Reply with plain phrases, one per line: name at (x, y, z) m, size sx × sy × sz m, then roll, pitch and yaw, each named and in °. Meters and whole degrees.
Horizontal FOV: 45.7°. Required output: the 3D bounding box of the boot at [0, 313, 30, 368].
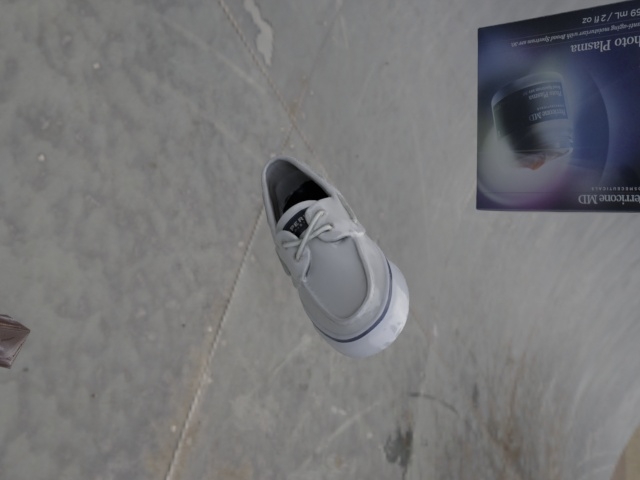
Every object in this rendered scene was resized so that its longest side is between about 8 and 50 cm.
boot at (-0.290, 0.057, 0.603) m, size 0.106 × 0.114 × 0.037 m, roll -107°, pitch -148°, yaw -48°

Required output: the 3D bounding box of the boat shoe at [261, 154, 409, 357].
boat shoe at (0.000, 0.000, 0.716) m, size 0.088 × 0.096 × 0.267 m, roll 43°, pitch 16°, yaw -35°

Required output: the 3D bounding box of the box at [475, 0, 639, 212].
box at (0.404, -0.186, 1.150) m, size 0.183 × 0.296 × 0.294 m, roll -4°, pitch 95°, yaw -44°
